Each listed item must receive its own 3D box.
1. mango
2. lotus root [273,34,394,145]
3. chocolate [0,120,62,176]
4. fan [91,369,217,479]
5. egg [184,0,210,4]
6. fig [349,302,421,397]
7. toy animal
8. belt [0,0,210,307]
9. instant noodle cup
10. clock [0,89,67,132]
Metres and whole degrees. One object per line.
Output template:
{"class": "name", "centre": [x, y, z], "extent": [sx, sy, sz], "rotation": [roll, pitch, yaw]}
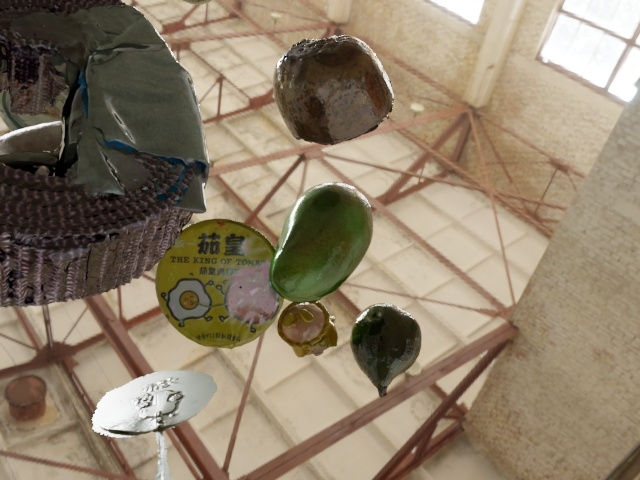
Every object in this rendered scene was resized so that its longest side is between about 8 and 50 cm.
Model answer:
{"class": "mango", "centre": [0.000, 0.000, 1.464], "extent": [0.201, 0.225, 0.382], "rotation": [10, -142, 29]}
{"class": "lotus root", "centre": [0.022, -0.367, 1.400], "extent": [0.272, 0.192, 0.272], "rotation": [-13, -134, 13]}
{"class": "chocolate", "centre": [-0.431, -0.057, 1.070], "extent": [0.185, 0.304, 0.100], "rotation": [-19, -171, -22]}
{"class": "fan", "centre": [-0.283, 0.316, 1.080], "extent": [0.232, 0.012, 0.414], "rotation": [-15, -163, -16]}
{"class": "egg", "centre": [-0.342, -0.732, 1.633], "extent": [0.169, 0.169, 0.231], "rotation": [-13, -116, -29]}
{"class": "fig", "centre": [0.173, 0.291, 1.640], "extent": [0.195, 0.195, 0.245], "rotation": [11, -137, -3]}
{"class": "toy animal", "centre": [-0.036, 0.232, 1.636], "extent": [0.155, 0.230, 0.156], "rotation": [-3, -111, 8]}
{"class": "belt", "centre": [-0.232, -0.098, 0.517], "extent": [0.260, 0.122, 0.325], "rotation": [2, -130, -23]}
{"class": "instant noodle cup", "centre": [-0.245, 0.095, 1.624], "extent": [0.325, 0.326, 0.254], "rotation": [12, -175, -2]}
{"class": "clock", "centre": [-0.705, -0.329, 1.579], "extent": [0.236, 0.237, 0.053], "rotation": [13, -132, -1]}
